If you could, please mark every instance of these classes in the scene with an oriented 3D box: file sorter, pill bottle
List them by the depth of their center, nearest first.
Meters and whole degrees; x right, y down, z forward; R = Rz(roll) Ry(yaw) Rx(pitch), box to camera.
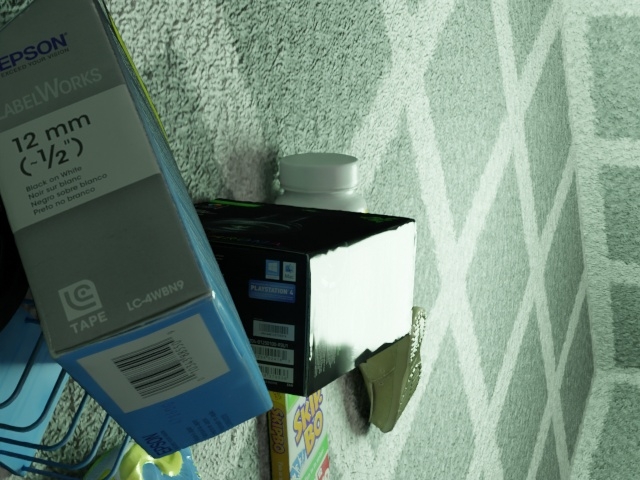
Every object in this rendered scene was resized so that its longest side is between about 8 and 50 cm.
[{"bbox_3d":[-0.231,0.117,0.879,0.170,0.104,0.118,61,42,-53],"label":"file sorter"},{"bbox_3d":[0.000,0.000,1.347,0.119,0.119,0.208,-27,120,-62],"label":"pill bottle"}]

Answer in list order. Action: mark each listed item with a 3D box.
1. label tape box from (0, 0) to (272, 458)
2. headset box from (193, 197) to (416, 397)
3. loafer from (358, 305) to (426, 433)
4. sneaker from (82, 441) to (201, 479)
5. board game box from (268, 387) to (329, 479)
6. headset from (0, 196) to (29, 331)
[{"bbox_3d":[-0.161,-0.038,0.809,0.249,0.115,0.347,75,-11,-64],"label":"label tape box"},{"bbox_3d":[-0.060,0.042,1.067,0.283,0.246,0.131,-16,110,-63],"label":"headset box"},{"bbox_3d":[0.102,0.190,1.656,0.102,0.092,0.268,-51,156,-44],"label":"loafer"},{"bbox_3d":[-0.145,0.251,1.018,0.091,0.126,0.240,-49,170,2],"label":"sneaker"},{"bbox_3d":[-0.028,0.269,1.450,0.124,0.039,0.259,-35,124,-60],"label":"board game box"},{"bbox_3d":[-0.268,0.020,0.677,0.243,0.185,0.394,10,75,-66],"label":"headset"}]
